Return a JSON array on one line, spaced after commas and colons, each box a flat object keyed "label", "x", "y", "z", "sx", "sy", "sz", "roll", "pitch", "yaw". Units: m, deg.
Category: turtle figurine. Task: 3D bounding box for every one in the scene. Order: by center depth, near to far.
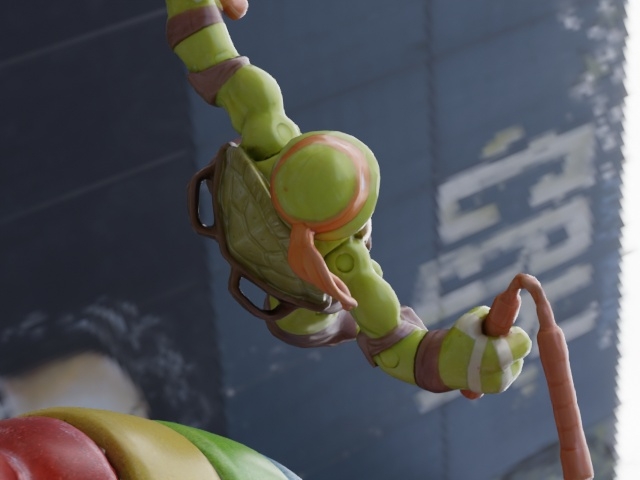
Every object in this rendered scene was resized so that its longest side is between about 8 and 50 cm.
[{"label": "turtle figurine", "x": 0.000, "y": 0.000, "z": 0.735, "sx": 0.269, "sy": 0.087, "sz": 0.217, "roll": 51, "pitch": -8, "yaw": 3}]

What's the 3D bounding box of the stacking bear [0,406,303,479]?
[{"label": "stacking bear", "x": -0.083, "y": 0.126, "z": 0.560, "sx": 0.289, "sy": 0.164, "sz": 0.175, "roll": 34, "pitch": -3, "yaw": -43}]
